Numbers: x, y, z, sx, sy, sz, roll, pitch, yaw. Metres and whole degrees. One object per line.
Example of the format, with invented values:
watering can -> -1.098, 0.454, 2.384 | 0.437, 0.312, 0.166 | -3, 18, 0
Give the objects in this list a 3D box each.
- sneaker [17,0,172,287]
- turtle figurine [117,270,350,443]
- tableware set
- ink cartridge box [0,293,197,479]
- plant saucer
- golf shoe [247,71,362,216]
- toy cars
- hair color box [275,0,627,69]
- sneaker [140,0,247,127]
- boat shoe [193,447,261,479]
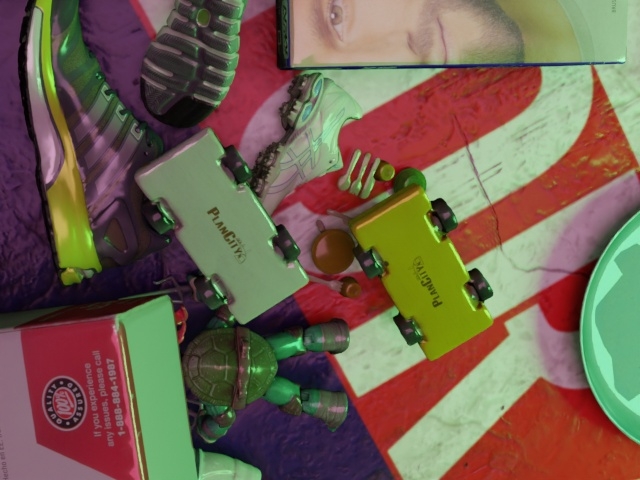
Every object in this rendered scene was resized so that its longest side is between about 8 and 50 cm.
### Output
sneaker -> -0.217, -0.111, 0.957 | 0.121, 0.111, 0.300 | -10, 106, -18
turtle figurine -> -0.089, 0.127, 1.003 | 0.234, 0.118, 0.175 | 6, 97, -16
tableware set -> 0.048, -0.013, 1.049 | 0.104, 0.024, 0.154 | 21, 93, -19
ink cartridge box -> -0.317, 0.211, 0.892 | 0.384, 0.160, 0.279 | -7, 95, 8
plant saucer -> 0.431, 0.087, 1.120 | 0.317, 0.044, 0.318 | -1, 98, -10
golf shoe -> -0.018, -0.077, 1.007 | 0.086, 0.069, 0.176 | 26, 96, -21
toy cars -> 0.000, 0.000, 0.968 | 0.393, 0.087, 0.177 | 13, 111, -22
hair color box -> 0.127, -0.262, 0.983 | 0.338, 0.110, 0.185 | -3, 100, -8
sneaker -> -0.097, -0.221, 0.962 | 0.086, 0.132, 0.229 | 27, 129, -4
boat shoe -> -0.127, 0.401, 1.034 | 0.156, 0.136, 0.367 | 13, 86, -15
